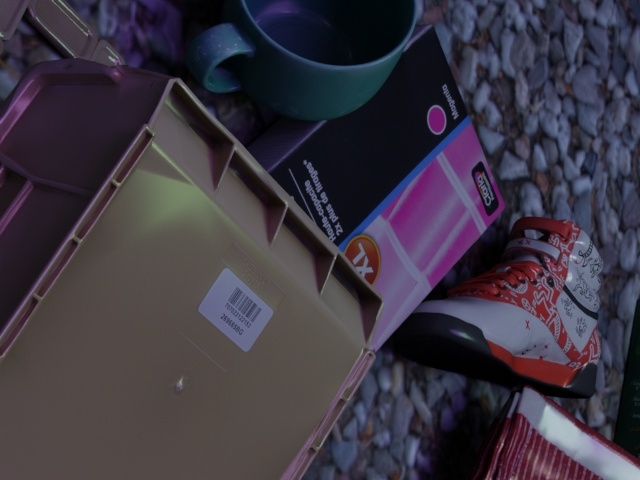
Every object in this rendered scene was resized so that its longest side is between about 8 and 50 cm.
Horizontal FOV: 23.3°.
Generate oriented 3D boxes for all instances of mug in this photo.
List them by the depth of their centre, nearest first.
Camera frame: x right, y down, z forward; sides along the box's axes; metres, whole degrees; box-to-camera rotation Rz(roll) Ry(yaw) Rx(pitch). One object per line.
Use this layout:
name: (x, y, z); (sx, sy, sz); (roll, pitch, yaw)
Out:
mug: (-0.020, -0.152, 1.106); (0.158, 0.097, 0.129); (6, 63, -13)

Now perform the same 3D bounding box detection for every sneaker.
sneaker: (0.155, 0.043, 1.311); (0.270, 0.090, 0.145); (21, 72, -49)

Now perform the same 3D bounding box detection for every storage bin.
storage bin: (-0.119, 0.069, 0.914); (0.260, 0.123, 0.262); (-58, 135, -15)

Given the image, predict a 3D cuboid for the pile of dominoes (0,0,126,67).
pile of dominoes: (-0.231, -0.073, 0.938); (0.196, 0.040, 0.251); (46, 48, -36)

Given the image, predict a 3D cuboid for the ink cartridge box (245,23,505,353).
ink cartridge box: (0.000, 0.000, 1.161); (0.371, 0.069, 0.176); (-43, 120, -37)

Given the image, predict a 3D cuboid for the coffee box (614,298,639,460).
coffee box: (0.351, 0.148, 1.509); (0.040, 0.113, 0.184); (31, 65, -47)

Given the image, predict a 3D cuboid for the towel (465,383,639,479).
towel: (0.194, 0.304, 1.249); (0.237, 0.037, 0.329); (34, 59, -10)
